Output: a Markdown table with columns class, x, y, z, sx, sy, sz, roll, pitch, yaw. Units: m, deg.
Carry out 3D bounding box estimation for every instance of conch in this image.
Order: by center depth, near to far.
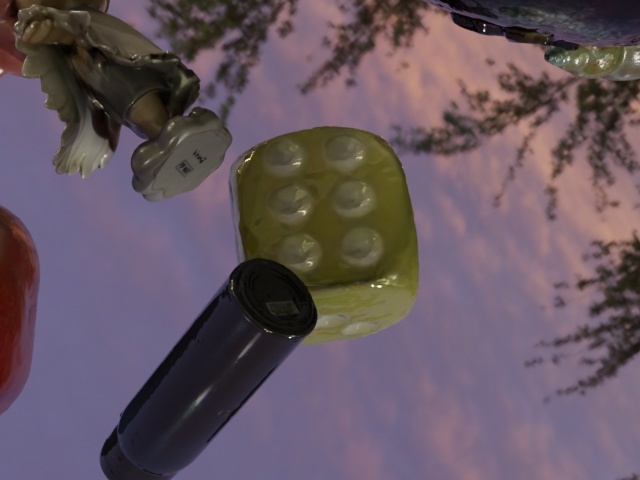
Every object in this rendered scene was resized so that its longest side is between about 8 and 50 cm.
| class | x | y | z | sx | sy | sz | roll | pitch | yaw |
| --- | --- | --- | --- | --- | --- | --- | --- | --- | --- |
| conch | 0.250 | -0.191 | 0.880 | 0.116 | 0.106 | 0.173 | 49 | -149 | -38 |

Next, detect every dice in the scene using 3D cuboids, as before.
| class | x | y | z | sx | sy | sz | roll | pitch | yaw |
| --- | --- | --- | --- | --- | --- | --- | --- | --- | --- |
| dice | 0.000 | 0.000 | 1.015 | 0.169 | 0.166 | 0.169 | 98 | 163 | -66 |

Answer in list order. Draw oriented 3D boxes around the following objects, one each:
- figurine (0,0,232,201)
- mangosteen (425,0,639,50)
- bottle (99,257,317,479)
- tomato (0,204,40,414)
| class | x | y | z | sx | sy | sz | roll | pitch | yaw |
| --- | --- | --- | --- | --- | --- | --- | --- | --- | --- |
| figurine | -0.230 | -0.192 | 0.859 | 0.387 | 0.166 | 0.207 | 47 | 179 | 15 |
| mangosteen | 0.160 | -0.272 | 0.632 | 0.330 | 0.330 | 0.330 | 40 | -153 | -26 |
| bottle | -0.096 | 0.112 | 0.797 | 0.072 | 0.244 | 0.082 | 9 | -136 | -38 |
| tomato | -0.448 | 0.083 | 1.085 | 0.289 | 0.325 | 0.293 | 4 | -104 | -8 |
